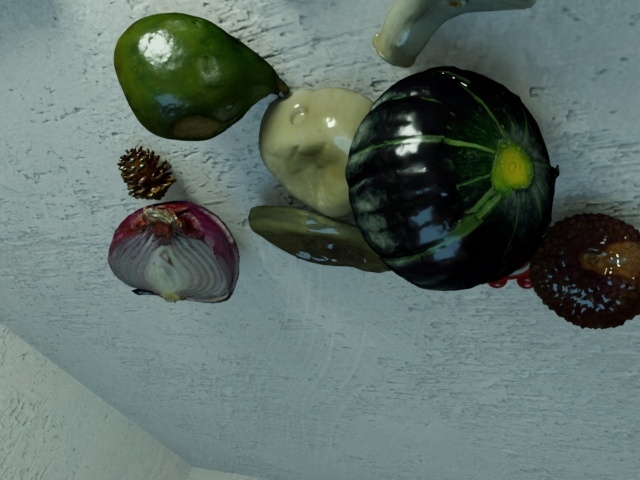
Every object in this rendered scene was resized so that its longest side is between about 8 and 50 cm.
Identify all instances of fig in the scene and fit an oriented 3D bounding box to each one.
[{"bbox_3d":[-0.172,-0.240,0.953,0.245,0.195,0.195,-11,147,-15],"label":"fig"}]

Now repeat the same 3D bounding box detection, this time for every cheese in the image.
[{"bbox_3d":[0.006,-0.139,1.012,0.218,0.117,0.235,23,145,1],"label":"cheese"}]

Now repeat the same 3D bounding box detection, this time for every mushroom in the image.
[{"bbox_3d":[0.164,-0.287,0.756,0.278,0.099,0.096,-16,119,48],"label":"mushroom"}]

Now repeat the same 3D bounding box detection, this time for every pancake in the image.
[{"bbox_3d":[0.000,0.000,1.200,0.295,0.049,0.294,17,168,4],"label":"pancake"}]

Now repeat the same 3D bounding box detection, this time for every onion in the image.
[{"bbox_3d":[-0.283,-0.014,1.300,0.267,0.159,0.348,12,147,-5],"label":"onion"}]

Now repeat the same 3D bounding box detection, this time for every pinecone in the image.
[{"bbox_3d":[-0.337,-0.125,1.236,0.109,0.102,0.102,38,142,-15],"label":"pinecone"}]

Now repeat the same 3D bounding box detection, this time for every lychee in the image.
[{"bbox_3d":[0.418,0.050,0.999,0.188,0.188,0.188,15,145,11],"label":"lychee"}]

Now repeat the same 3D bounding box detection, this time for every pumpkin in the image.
[{"bbox_3d":[0.157,-0.079,0.872,0.296,0.295,0.295,15,145,11],"label":"pumpkin"}]

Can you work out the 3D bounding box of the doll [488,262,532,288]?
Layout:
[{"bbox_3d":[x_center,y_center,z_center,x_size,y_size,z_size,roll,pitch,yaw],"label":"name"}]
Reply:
[{"bbox_3d":[0.296,-0.002,1.074,0.142,0.076,0.245,-1,143,29],"label":"doll"}]
